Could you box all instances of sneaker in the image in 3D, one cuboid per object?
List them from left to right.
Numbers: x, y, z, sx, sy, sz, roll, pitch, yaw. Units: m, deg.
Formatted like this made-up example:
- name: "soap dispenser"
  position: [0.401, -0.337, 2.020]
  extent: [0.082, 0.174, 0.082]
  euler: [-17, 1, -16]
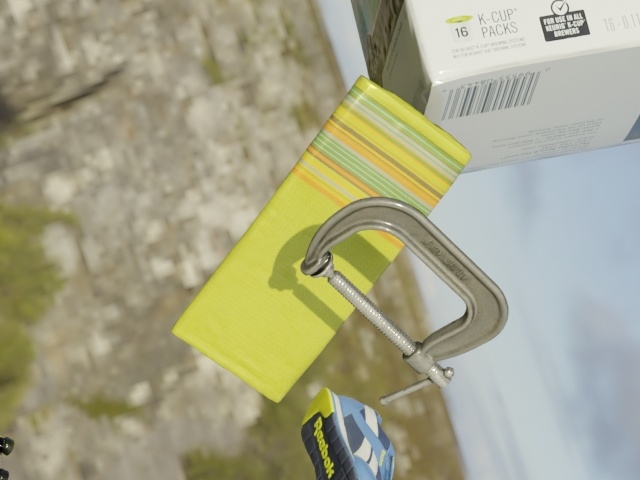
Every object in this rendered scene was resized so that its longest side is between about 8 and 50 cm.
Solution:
- name: "sneaker"
  position: [0.029, 0.166, 1.382]
  extent: [0.059, 0.053, 0.144]
  euler: [19, 39, -28]

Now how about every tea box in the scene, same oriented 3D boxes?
- name: "tea box"
  position: [0.193, -0.252, 1.565]
  extent: [0.220, 0.329, 0.324]
  euler: [103, -25, -70]

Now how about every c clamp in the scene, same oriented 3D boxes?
- name: "c clamp"
  position: [0.047, 0.041, 1.281]
  extent: [0.161, 0.137, 0.022]
  euler: [48, 37, -25]

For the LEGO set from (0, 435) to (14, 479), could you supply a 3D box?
- name: "LEGO set"
  position: [-0.462, 0.202, 1.740]
  extent: [0.331, 0.192, 0.255]
  euler: [18, 45, -28]

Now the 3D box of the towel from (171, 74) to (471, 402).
- name: "towel"
  position: [0.000, 0.000, 1.431]
  extent: [0.102, 0.237, 0.021]
  euler: [36, 9, -13]
